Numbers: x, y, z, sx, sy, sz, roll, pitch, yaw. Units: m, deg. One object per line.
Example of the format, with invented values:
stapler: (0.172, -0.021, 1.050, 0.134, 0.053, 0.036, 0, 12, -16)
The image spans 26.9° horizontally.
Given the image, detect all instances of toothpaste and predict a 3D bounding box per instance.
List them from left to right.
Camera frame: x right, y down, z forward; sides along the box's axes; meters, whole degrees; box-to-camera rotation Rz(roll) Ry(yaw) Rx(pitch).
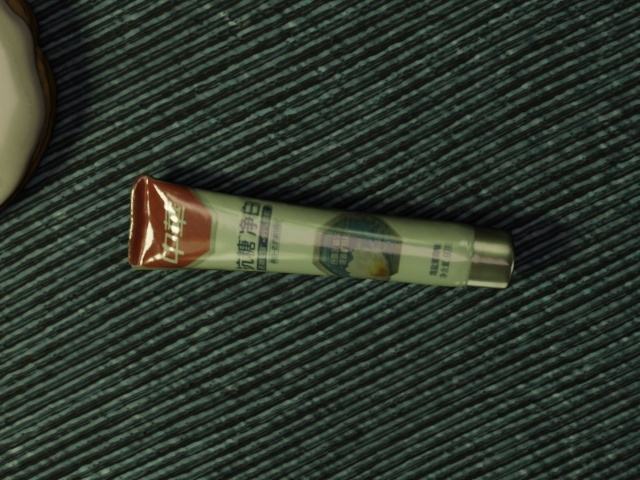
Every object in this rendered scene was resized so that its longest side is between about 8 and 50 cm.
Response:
toothpaste: (0.000, 0.000, 0.833, 0.239, 0.039, 0.062, 6, 106, 0)

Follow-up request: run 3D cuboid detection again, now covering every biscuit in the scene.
biscuit: (-0.261, -0.081, 0.808, 0.208, 0.049, 0.181, -31, 98, 2)
